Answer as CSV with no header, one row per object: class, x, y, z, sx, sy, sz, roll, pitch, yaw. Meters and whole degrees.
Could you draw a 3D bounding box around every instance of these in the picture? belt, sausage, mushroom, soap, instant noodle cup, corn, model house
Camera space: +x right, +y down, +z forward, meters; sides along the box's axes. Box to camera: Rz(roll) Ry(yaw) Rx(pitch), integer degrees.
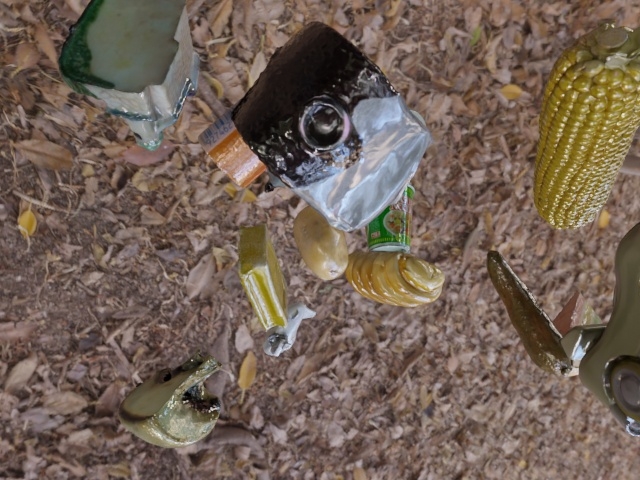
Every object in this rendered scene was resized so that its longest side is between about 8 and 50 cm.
belt,0.004,-0.107,0.500,0.184,0.289,0.164,43,101,-7
sausage,-0.231,-0.352,1.598,0.287,0.233,0.233,-41,128,3
mushroom,-0.425,0.472,1.378,0.211,0.218,0.292,58,34,-21
soap,-0.174,0.117,1.483,0.091,0.199,0.314,-10,135,2
instant noodle cup,0.236,-0.063,1.679,0.207,0.207,0.232,16,64,-39
corn,0.419,-0.160,0.767,0.144,0.144,0.387,-43,148,-15
model house,-0.425,-0.393,1.156,0.284,0.244,0.298,88,13,-67

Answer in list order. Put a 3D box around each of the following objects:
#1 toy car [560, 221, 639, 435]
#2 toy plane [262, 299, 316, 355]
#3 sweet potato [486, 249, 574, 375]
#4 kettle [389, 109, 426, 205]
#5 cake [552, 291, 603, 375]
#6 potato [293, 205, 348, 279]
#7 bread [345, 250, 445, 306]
toy car,0.517,0.092,0.680,0.242,0.226,0.335,-3,119,-7
toy plane,-0.139,0.355,1.911,0.123,0.267,0.266,33,86,-12
sweet potato,0.407,0.140,0.947,0.075,0.273,0.075,-19,154,-9
kettle,0.102,-0.269,1.304,0.205,0.318,0.264,4,112,-43
cake,0.602,0.208,1.093,0.225,0.090,0.109,-34,82,-33
potato,0.000,0.000,1.067,0.109,0.178,0.118,-29,154,2
bread,0.174,0.097,1.194,0.173,0.311,0.121,25,80,-18
